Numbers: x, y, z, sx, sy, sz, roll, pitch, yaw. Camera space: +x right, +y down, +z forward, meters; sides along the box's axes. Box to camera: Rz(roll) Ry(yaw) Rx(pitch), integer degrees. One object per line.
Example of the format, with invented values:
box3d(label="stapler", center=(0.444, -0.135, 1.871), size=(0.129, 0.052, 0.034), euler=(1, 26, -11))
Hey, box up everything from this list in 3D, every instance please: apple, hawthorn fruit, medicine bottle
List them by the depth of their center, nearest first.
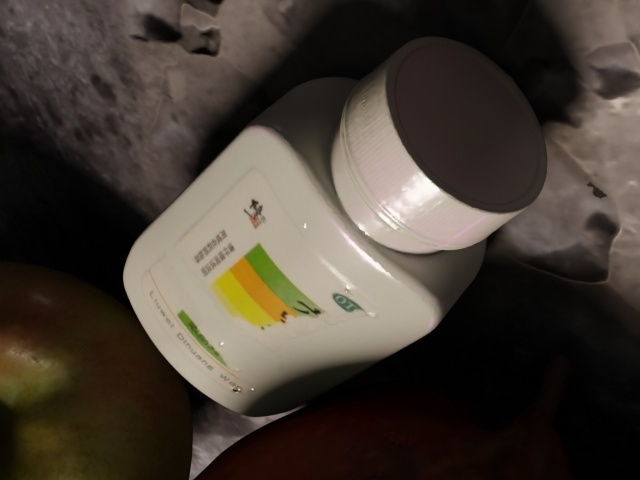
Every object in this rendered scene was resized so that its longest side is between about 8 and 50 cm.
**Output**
box3d(label="medicine bottle", center=(0.000, 0.000, 0.660), size=(0.161, 0.111, 0.296), euler=(49, 137, -5))
box3d(label="hawthorn fruit", center=(0.038, 0.244, 0.700), size=(0.325, 0.308, 0.308), euler=(-18, 110, 32))
box3d(label="apple", center=(-0.258, 0.177, 0.864), size=(0.319, 0.319, 0.277), euler=(34, 157, 11))
